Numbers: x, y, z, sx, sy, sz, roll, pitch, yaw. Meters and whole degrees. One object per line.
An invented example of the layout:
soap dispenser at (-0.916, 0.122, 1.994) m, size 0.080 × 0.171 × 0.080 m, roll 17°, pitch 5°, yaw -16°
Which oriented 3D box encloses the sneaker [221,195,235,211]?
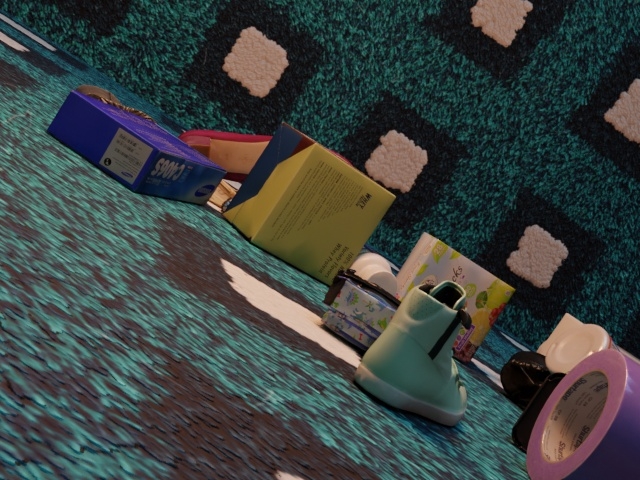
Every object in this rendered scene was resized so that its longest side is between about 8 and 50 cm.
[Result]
sneaker at (-0.092, -0.035, 1.829) m, size 0.191 × 0.082 × 0.071 m, roll 7°, pitch 15°, yaw -16°

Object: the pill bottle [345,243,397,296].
pill bottle at (0.072, 0.057, 1.793) m, size 0.094 × 0.094 × 0.169 m, roll 31°, pitch 5°, yaw -31°

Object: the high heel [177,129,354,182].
high heel at (-0.117, -0.170, 2.037) m, size 0.377 × 0.127 × 0.181 m, roll 11°, pitch 12°, yaw -7°

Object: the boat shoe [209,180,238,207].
boat shoe at (-0.151, -0.075, 1.867) m, size 0.170 × 0.059 × 0.063 m, roll 31°, pitch 5°, yaw -26°

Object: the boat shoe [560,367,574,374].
boat shoe at (0.600, 0.370, 1.682) m, size 0.500 × 0.186 × 0.156 m, roll 26°, pitch 12°, yaw -19°

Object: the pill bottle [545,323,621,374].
pill bottle at (0.510, 0.266, 1.777) m, size 0.221 × 0.124 × 0.124 m, roll 52°, pitch -3°, yaw -22°

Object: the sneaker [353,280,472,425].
sneaker at (0.146, 0.130, 1.170) m, size 0.094 × 0.151 × 0.256 m, roll 34°, pitch 3°, yaw 28°

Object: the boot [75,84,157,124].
boot at (-0.395, -0.239, 1.925) m, size 0.190 × 0.076 × 0.208 m, roll 34°, pitch -3°, yaw -16°

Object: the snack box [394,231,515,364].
snack box at (0.239, 0.111, 1.877) m, size 0.207 × 0.174 × 0.070 m, roll 31°, pitch 2°, yaw -23°

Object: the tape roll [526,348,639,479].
tape roll at (0.337, 0.231, 1.192) m, size 0.080 × 0.189 × 0.189 m, roll 33°, pitch 4°, yaw -6°

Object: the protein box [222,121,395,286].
protein box at (-0.020, -0.061, 1.729) m, size 0.201 × 0.199 × 0.136 m, roll 30°, pitch 6°, yaw -35°

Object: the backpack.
backpack at (0.061, 0.099, 1.324) m, size 0.114 × 0.084 × 0.105 m, roll 29°, pitch 4°, yaw 8°

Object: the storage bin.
storage bin at (0.369, 0.276, 1.362) m, size 0.180 × 0.122 × 0.084 m, roll 35°, pitch 4°, yaw 23°

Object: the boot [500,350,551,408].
boot at (0.407, 0.266, 1.899) m, size 0.207 × 0.094 × 0.246 m, roll 34°, pitch 9°, yaw -42°

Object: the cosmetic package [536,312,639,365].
cosmetic package at (0.624, 0.333, 2.098) m, size 0.366 × 0.197 × 0.155 m, roll 29°, pitch 7°, yaw -25°

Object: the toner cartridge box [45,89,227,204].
toner cartridge box at (-0.276, -0.138, 1.558) m, size 0.165 × 0.075 × 0.348 m, roll 35°, pitch 5°, yaw 10°
